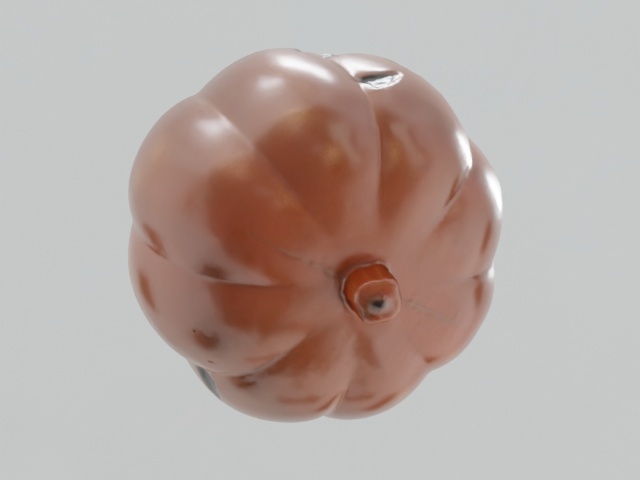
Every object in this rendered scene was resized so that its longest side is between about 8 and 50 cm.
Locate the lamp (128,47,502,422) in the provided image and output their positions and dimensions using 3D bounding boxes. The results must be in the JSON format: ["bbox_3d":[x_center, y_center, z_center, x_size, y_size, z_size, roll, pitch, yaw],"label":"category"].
[{"bbox_3d":[0.000,0.000,0.782,0.188,0.164,0.187,-8,-66,-19],"label":"lamp"}]
